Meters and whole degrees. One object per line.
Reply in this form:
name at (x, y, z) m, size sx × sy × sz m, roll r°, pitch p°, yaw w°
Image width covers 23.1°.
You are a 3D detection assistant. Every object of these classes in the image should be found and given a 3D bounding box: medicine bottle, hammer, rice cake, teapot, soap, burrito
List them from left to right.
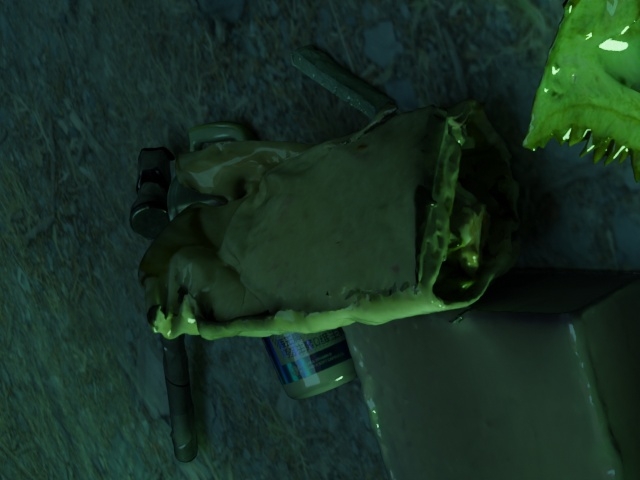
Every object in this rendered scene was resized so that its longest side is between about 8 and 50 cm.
hammer at (-0.165, 0.088, 1.699) m, size 0.152 × 0.044 × 0.427 m, roll -96°, pitch 4°, yaw -54°
teapot at (-0.096, -0.049, 1.528) m, size 0.090 × 0.092 × 0.124 m, roll -14°, pitch 108°, yaw 33°
medicine bottle at (-0.018, 0.042, 1.451) m, size 0.107 × 0.107 × 0.191 m, roll -24°, pitch 90°, yaw 57°
burrito at (0.002, -0.002, 1.279) m, size 0.332 × 0.135 × 0.190 m, roll -9°, pitch 64°, yaw 40°
rice cake at (0.018, -0.138, 1.369) m, size 0.121 × 0.022 × 0.021 m, roll 38°, pitch 136°, yaw 37°
soap at (0.165, 0.170, 1.271) m, size 0.296 × 0.107 × 0.285 m, roll 2°, pitch 110°, yaw 55°

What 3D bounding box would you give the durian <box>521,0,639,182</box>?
durian at (0.255, -0.189, 0.789) m, size 0.394 × 0.198 × 0.163 m, roll -54°, pitch 23°, yaw 16°
